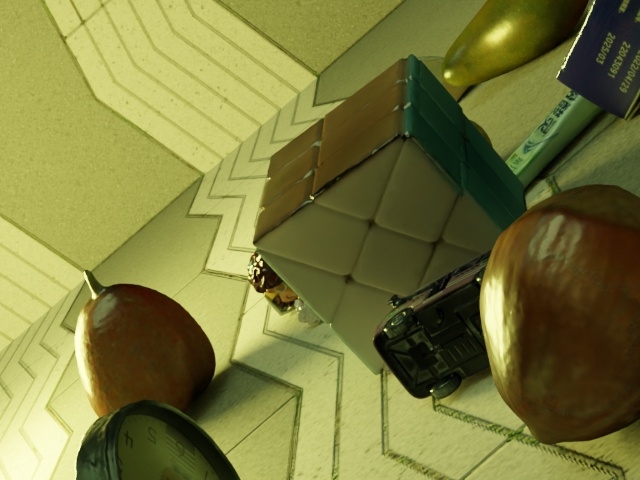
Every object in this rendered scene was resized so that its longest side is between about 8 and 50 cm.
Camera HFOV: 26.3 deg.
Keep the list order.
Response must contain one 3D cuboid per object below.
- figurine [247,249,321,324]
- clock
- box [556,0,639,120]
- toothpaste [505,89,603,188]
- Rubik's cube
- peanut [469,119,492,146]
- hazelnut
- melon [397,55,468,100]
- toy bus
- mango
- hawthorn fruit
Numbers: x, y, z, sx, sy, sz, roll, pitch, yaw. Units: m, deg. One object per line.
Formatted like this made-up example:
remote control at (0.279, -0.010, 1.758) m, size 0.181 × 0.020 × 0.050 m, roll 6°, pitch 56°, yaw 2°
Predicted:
figurine at (-0.017, 0.027, 1.898) m, size 0.175 × 0.116 × 0.240 m, roll -49°, pitch 16°, yaw -30°
clock at (-0.133, 0.251, 1.262) m, size 0.049 × 0.226 × 0.226 m, roll -34°, pitch 15°, yaw 18°
box at (0.418, -0.314, 1.635) m, size 0.299 × 0.106 × 0.200 m, roll -48°, pitch -15°, yaw -32°
toothpaste at (0.274, -0.113, 1.700) m, size 0.297 × 0.048 × 0.075 m, roll -46°, pitch 21°, yaw -9°
Rubik's cube at (0.084, -0.029, 1.529) m, size 0.221 × 0.231 × 0.225 m, roll -35°, pitch 21°, yaw 21°
peanut at (0.160, -0.099, 1.819) m, size 0.140 × 0.109 × 0.159 m, roll -36°, pitch 14°, yaw -21°
hazelnut at (0.209, 0.059, 1.060) m, size 0.214 × 0.176 × 0.214 m, roll 18°, pitch -90°, yaw -81°
melon at (0.203, -0.259, 2.326) m, size 0.139 × 0.093 × 0.202 m, roll -10°, pitch -10°, yaw 12°
toy bus at (0.153, 0.068, 1.332) m, size 0.199 × 0.096 × 0.108 m, roll -31°, pitch 12°, yaw 29°
mango at (0.313, -0.347, 2.151) m, size 0.289 × 0.129 × 0.146 m, roll -36°, pitch 23°, yaw 37°
hawthorn fruit at (-0.261, 0.144, 1.920) m, size 0.199 × 0.251 × 0.199 m, roll -24°, pitch 17°, yaw 8°
